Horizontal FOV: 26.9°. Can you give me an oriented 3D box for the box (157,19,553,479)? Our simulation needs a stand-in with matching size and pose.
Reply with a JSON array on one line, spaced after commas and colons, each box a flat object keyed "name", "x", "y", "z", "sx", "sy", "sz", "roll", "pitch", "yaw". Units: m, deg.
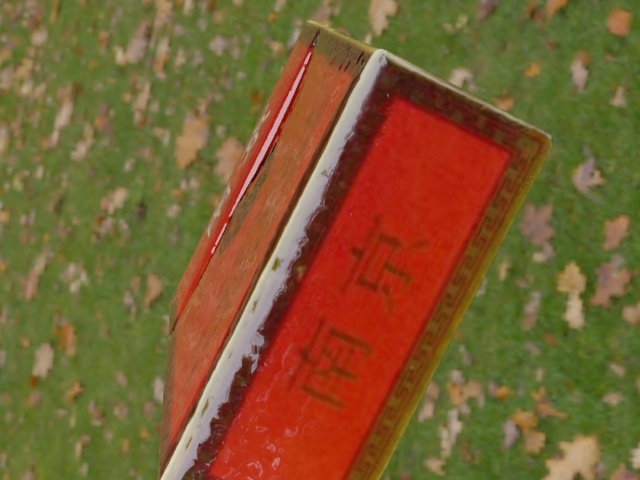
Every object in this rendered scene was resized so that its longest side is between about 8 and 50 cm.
[{"name": "box", "x": -0.001, "y": 0.000, "z": 0.513, "sx": 0.240, "sy": 0.074, "sz": 0.153, "roll": -113, "pitch": 45, "yaw": -78}]
